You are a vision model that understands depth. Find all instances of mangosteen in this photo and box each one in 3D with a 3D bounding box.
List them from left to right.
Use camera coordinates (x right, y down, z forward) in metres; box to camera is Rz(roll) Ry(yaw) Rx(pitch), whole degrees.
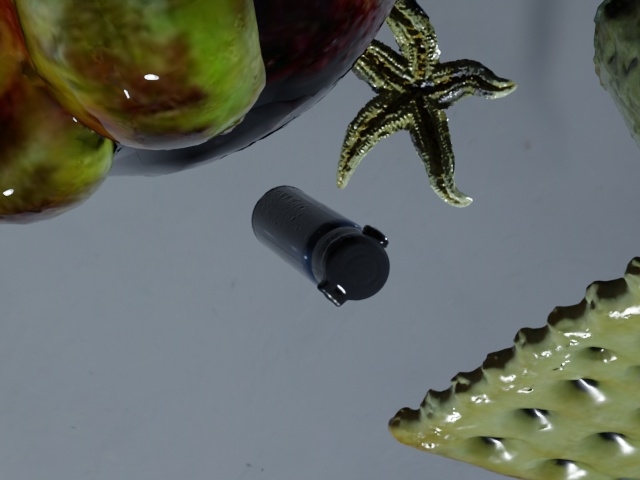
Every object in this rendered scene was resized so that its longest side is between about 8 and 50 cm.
[{"bbox_3d":[-0.111,-0.163,0.562,0.330,0.330,0.330,0,80,-2],"label":"mangosteen"}]

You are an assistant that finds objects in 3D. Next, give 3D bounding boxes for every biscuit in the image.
[{"bbox_3d":[0.134,0.024,0.335,0.139,0.231,0.016,19,53,-25],"label":"biscuit"}]

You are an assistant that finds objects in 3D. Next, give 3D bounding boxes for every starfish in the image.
[{"bbox_3d":[0.064,-0.113,1.113,0.176,0.053,0.208,-46,65,18],"label":"starfish"}]

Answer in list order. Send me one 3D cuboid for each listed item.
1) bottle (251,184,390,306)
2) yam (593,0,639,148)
[{"bbox_3d":[0.000,0.000,1.309,0.082,0.244,0.072,-45,112,-3],"label":"bottle"},{"bbox_3d":[0.314,-0.053,0.824,0.195,0.195,0.300,-18,54,-5],"label":"yam"}]
